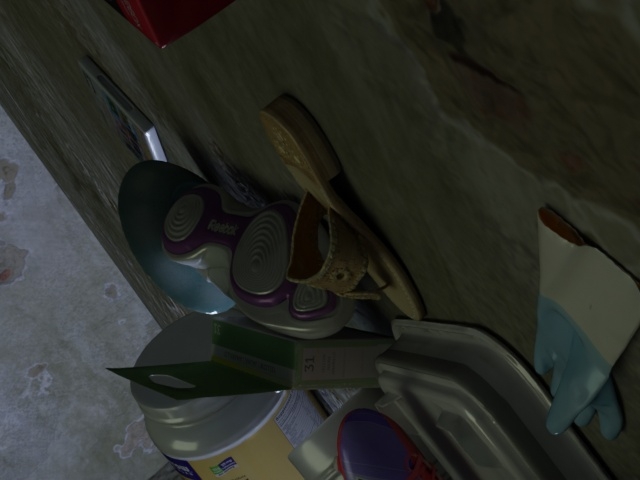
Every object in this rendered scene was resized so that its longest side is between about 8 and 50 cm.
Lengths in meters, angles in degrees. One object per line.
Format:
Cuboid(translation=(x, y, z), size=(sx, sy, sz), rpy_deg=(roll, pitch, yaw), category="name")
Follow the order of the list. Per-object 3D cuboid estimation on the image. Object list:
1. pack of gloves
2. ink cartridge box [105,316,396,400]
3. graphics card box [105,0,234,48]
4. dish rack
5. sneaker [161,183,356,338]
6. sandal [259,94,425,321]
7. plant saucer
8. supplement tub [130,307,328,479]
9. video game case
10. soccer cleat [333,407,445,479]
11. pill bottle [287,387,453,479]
Cuboid(translation=(0.186, 0.108, 0.703), size=(0.195, 0.046, 0.232), rpy_deg=(45, 166, 28), category="pack of gloves")
Cuboid(translation=(-0.067, 0.111, 1.156), size=(0.171, 0.235, 0.056), rpy_deg=(8, 94, 58), category="ink cartridge box")
Cuboid(translation=(-0.203, -0.307, 0.763), size=(0.371, 0.094, 0.232), rpy_deg=(44, 166, 32), category="graphics card box")
Cuboid(translation=(0.172, 0.217, 1.014), size=(0.333, 0.072, 0.285), rpy_deg=(51, 167, -8), category="dish rack")
Cuboid(translation=(-0.036, 0.026, 1.173), size=(0.152, 0.114, 0.305), rpy_deg=(34, 178, -35), category="sneaker")
Cuboid(translation=(-0.003, -0.002, 0.965), size=(0.088, 0.079, 0.240), rpy_deg=(32, 158, 55), category="sandal")
Cuboid(translation=(-0.141, -0.013, 1.330), size=(0.195, 0.037, 0.195), rpy_deg=(35, -142, -33), category="plant saucer")
Cuboid(translation=(-0.121, 0.287, 1.830), size=(0.241, 0.241, 0.331), rpy_deg=(33, 159, 54), category="supplement tub")
Cuboid(translation=(-0.250, -0.151, 1.539), size=(0.143, 0.019, 0.157), rpy_deg=(46, 166, 20), category="video game case")
Cuboid(translation=(0.099, 0.239, 1.026), size=(0.095, 0.083, 0.248), rpy_deg=(-9, 120, 41), category="soccer cleat")
Cuboid(translation=(0.107, 0.288, 1.226), size=(0.283, 0.160, 0.160), rpy_deg=(49, 167, 8), category="pill bottle")
